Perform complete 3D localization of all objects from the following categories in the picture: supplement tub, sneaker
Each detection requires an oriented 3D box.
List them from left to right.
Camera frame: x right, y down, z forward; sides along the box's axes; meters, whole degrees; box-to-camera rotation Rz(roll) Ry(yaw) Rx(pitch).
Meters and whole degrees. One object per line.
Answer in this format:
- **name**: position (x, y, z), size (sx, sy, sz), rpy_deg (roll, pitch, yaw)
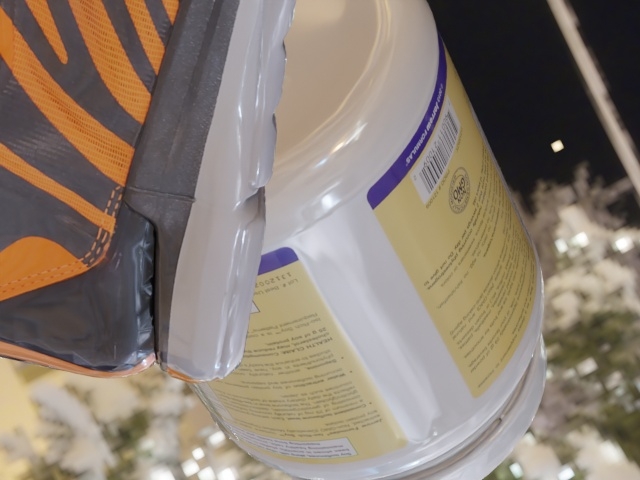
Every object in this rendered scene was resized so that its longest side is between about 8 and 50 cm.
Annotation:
- **sneaker**: position (-0.095, -0.101, 0.520), size (0.124, 0.180, 0.321), rpy_deg (-98, -165, -68)
- **supplement tub**: position (0.000, 0.000, 1.060), size (0.241, 0.241, 0.331), rpy_deg (47, -9, 44)
